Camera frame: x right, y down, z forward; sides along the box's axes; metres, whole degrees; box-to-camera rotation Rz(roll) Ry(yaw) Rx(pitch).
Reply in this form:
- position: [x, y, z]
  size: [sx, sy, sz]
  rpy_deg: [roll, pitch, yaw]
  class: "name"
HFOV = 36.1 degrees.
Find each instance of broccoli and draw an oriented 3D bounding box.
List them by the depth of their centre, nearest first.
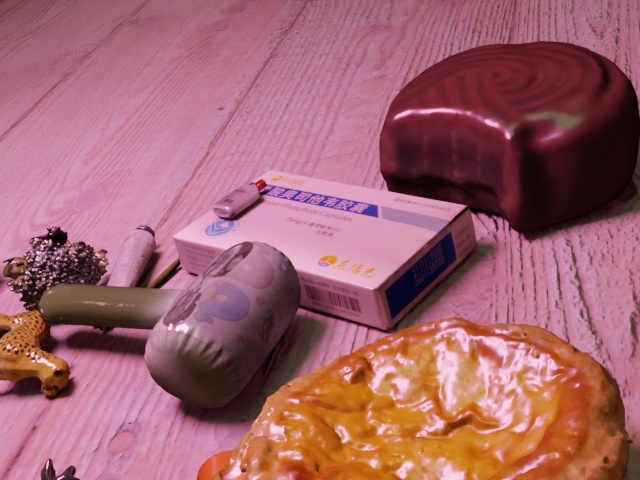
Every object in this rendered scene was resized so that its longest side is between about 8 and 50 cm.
- position: [-0.373, 0.041, 1.320]
  size: [0.204, 0.118, 0.122]
  rpy_deg: [0, 59, 54]
  class: "broccoli"

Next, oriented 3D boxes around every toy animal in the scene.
- position: [-0.365, 0.128, 1.190]
  size: [0.136, 0.073, 0.181]
  rpy_deg: [-7, 16, -4]
  class: "toy animal"

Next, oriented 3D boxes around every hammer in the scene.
- position: [-0.197, 0.088, 1.135]
  size: [0.335, 0.119, 0.206]
  rpy_deg: [1, 31, 30]
  class: "hammer"

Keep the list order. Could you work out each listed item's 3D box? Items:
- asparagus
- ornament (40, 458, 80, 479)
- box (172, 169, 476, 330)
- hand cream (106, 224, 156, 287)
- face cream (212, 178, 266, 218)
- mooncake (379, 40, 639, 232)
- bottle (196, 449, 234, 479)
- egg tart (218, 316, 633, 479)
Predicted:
- position: [-0.231, 0.069, 1.279]
  size: [0.013, 0.016, 0.166]
  rpy_deg: [-38, 6, 47]
  class: "asparagus"
- position: [-0.217, 0.284, 0.809]
  size: [0.202, 0.080, 0.236]
  rpy_deg: [38, 33, 16]
  class: "ornament"
- position: [0.000, 0.000, 1.250]
  size: [0.343, 0.065, 0.200]
  rpy_deg: [13, 38, 40]
  class: "box"
- position: [-0.256, 0.042, 1.310]
  size: [0.067, 0.042, 0.194]
  rpy_deg: [-34, 24, 23]
  class: "hand cream"
- position: [-0.104, -0.057, 1.305]
  size: [0.040, 0.021, 0.083]
  rpy_deg: [13, 39, 40]
  class: "face cream"
- position: [0.239, -0.147, 1.308]
  size: [0.333, 0.174, 0.326]
  rpy_deg: [-16, 31, -7]
  class: "mooncake"
- position: [-0.070, 0.259, 0.821]
  size: [0.069, 0.069, 0.187]
  rpy_deg: [-14, 30, -1]
  class: "bottle"
- position: [0.092, 0.188, 0.817]
  size: [0.341, 0.129, 0.341]
  rpy_deg: [-11, 27, 6]
  class: "egg tart"
